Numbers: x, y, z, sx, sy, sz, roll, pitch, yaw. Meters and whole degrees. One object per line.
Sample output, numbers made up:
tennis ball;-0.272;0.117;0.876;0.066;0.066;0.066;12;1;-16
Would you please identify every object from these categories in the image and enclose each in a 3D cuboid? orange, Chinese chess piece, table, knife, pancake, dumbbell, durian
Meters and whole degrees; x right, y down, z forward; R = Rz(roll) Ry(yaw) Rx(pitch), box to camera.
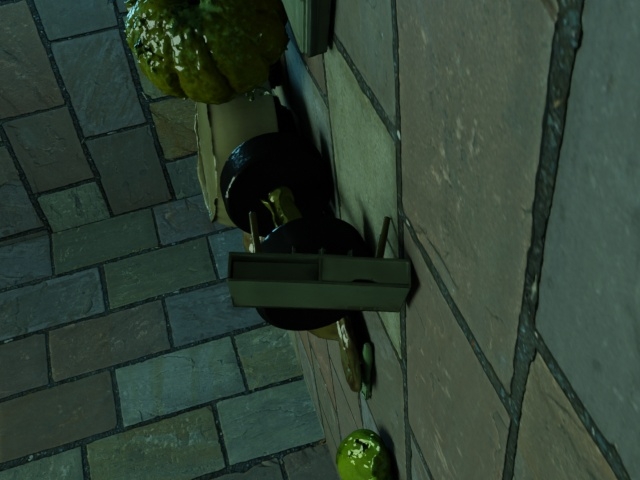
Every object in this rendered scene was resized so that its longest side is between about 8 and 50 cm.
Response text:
orange;-0.197;-0.395;1.429;0.223;0.300;0.301;26;-101;-74
Chinese chess piece;-0.173;-0.194;1.659;0.338;0.141;0.338;174;90;-76
table;-0.002;0.028;1.122;0.121;0.240;0.111;98;174;-69
knife;0.092;0.266;1.656;0.293;0.020;0.043;86;165;-58
pancake;0.050;0.188;1.669;0.250;0.031;0.250;168;90;-87
dumbbell;-0.048;-0.022;1.399;0.322;0.204;0.203;-113;11;-45
durian;0.103;0.476;1.734;0.139;0.101;0.250;22;138;33

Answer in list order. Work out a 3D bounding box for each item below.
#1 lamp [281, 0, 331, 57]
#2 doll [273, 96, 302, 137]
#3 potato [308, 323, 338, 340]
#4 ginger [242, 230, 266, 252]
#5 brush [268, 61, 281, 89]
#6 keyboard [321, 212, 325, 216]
lamp;-0.041;-0.426;1.117;0.266;0.047;0.269;91;162;-69
doll;-0.067;-0.200;1.673;0.091;0.067;0.219;-133;27;-81
potato;-0.035;0.119;1.947;0.299;0.116;0.239;-120;20;-54
ginger;-0.083;0.006;1.783;0.244;0.155;0.304;-58;21;22
brush;-0.123;-0.435;1.643;0.050;0.060;0.321;51;159;38
keyboard;0.000;0.000;1.570;0.106;0.016;0.262;25;-153;-36
